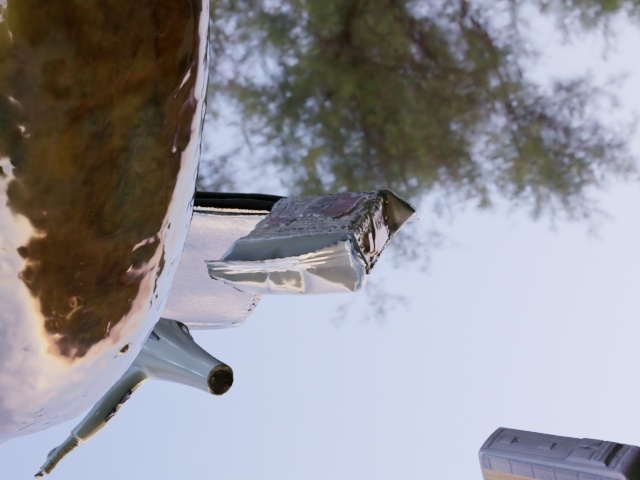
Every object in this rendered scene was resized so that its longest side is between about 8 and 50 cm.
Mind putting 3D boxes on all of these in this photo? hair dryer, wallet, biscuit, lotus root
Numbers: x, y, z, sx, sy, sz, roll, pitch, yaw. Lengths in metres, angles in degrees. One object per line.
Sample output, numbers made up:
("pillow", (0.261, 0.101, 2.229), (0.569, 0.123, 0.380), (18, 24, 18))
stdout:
("hair dryer", (-0.174, 0.157, 1.253), (0.067, 0.167, 0.199), (56, -128, -33))
("wallet", (-0.183, 0.027, 1.914), (0.237, 0.342, 0.075), (0, -122, -19))
("biscuit", (-0.005, 0.000, 1.463), (0.309, 0.186, 0.079), (-48, -44, -70))
("lotus root", (-0.180, -0.051, 0.649), (0.250, 0.250, 0.346), (-38, -34, -55))

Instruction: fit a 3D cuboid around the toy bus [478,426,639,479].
("toy bus", (0.233, 0.222, 1.227), (0.057, 0.172, 0.072), (-39, -60, -42))
